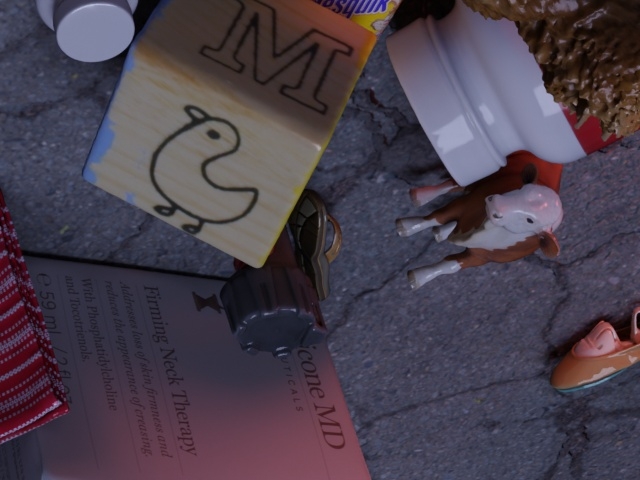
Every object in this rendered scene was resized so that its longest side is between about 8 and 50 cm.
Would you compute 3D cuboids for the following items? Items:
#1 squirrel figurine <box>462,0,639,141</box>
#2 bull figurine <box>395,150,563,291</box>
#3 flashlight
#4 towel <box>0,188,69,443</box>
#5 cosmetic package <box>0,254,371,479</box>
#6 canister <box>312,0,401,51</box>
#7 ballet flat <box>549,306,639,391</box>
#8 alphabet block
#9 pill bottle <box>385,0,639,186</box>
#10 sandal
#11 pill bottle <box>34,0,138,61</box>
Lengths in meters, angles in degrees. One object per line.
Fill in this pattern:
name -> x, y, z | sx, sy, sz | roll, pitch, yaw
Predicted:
squirrel figurine -> 0.312, -0.264, 1.505 | 0.370, 0.281, 0.397 | 18, 148, -16
bull figurine -> 0.185, -0.030, 1.946 | 0.188, 0.310, 0.101 | -18, 98, 17
flashlight -> -0.085, -0.020, 1.813 | 0.103, 0.304, 0.103 | -26, 138, 11
towel -> -0.386, 0.091, 1.866 | 0.199, 0.275, 0.031 | -25, 159, 9
cosmetic package -> -0.208, 0.257, 2.067 | 0.394, 0.329, 0.327 | 8, 134, -29
canister -> 0.015, -0.238, 1.780 | 0.126, 0.073, 0.170 | 8, 136, -25
ballet flat -> 0.403, 0.127, 2.360 | 0.232, 0.080, 0.073 | -20, 112, -1
alphabet block -> -0.086, -0.129, 1.710 | 0.197, 0.193, 0.192 | 26, 135, -2
pill bottle -> 0.282, -0.219, 1.779 | 0.408, 0.229, 0.229 | -27, 140, 11
sandal -> 0.000, 0.000, 2.056 | 0.049, 0.072, 0.180 | -26, 144, -15
pill bottle -> -0.215, -0.242, 1.614 | 0.094, 0.169, 0.094 | -10, 139, -9
